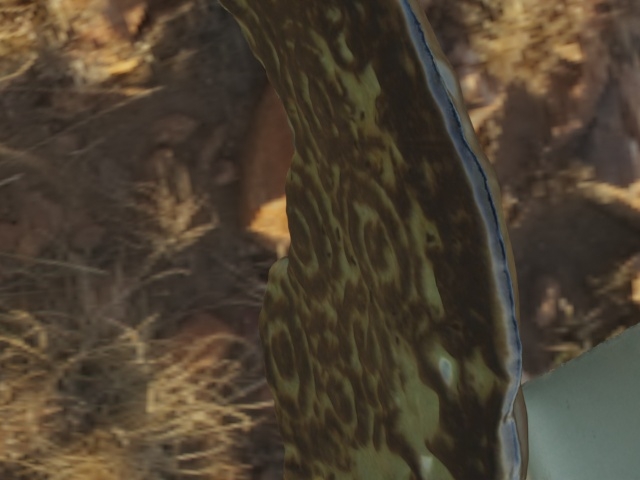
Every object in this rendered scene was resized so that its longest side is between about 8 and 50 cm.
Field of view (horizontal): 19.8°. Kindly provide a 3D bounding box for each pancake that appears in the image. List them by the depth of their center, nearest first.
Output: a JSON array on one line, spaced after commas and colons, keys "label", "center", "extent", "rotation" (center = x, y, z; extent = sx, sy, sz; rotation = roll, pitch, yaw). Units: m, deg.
[{"label": "pancake", "center": [0.000, 0.000, 0.483], "extent": [0.020, 0.190, 0.184], "rotation": [-19, 56, -28]}]

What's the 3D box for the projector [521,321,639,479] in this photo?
[{"label": "projector", "center": [0.288, 0.159, 1.104], "extent": [0.248, 0.248, 0.249], "rotation": [-3, 67, -45]}]
